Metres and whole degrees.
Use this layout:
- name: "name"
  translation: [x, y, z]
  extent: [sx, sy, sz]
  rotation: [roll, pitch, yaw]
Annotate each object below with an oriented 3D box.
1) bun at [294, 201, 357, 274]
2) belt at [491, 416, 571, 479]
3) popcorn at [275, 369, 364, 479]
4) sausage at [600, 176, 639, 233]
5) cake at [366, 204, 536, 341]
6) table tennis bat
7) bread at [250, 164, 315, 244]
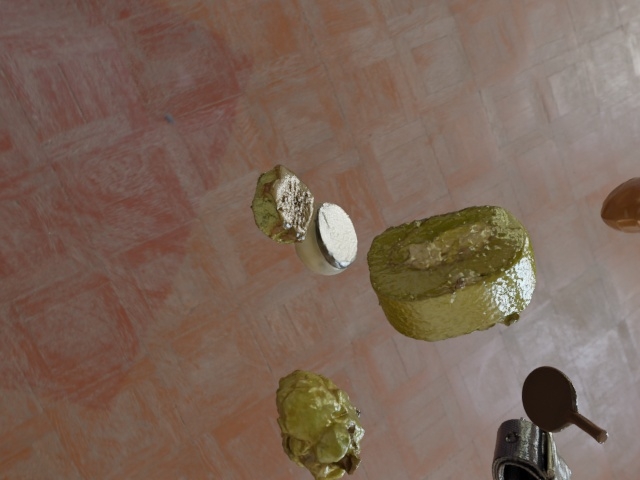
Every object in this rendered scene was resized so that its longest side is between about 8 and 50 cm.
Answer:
- name: "bun"
  translation: [0.000, 0.000, 1.292]
  extent: [0.173, 0.120, 0.173]
  rotation: [26, 55, -44]
- name: "belt"
  translation: [0.442, 0.473, 1.151]
  extent: [0.230, 0.139, 0.126]
  rotation: [58, 39, -22]
- name: "popcorn"
  translation: [0.004, 0.401, 1.212]
  extent: [0.192, 0.266, 0.233]
  rotation: [-23, 115, -20]
- name: "sausage"
  translation: [0.720, -0.076, 1.171]
  extent: [0.120, 0.241, 0.136]
  rotation: [44, 70, -19]
- name: "cake"
  translation: [0.216, 0.056, 0.906]
  extent: [0.179, 0.260, 0.156]
  rotation: [-87, 155, -43]
- name: "table tennis bat"
  translation: [0.358, 0.270, 0.901]
  extent: [0.119, 0.170, 0.107]
  rotation: [11, 101, -27]
- name: "bread"
  translation: [-0.075, -0.069, 1.092]
  extent: [0.128, 0.069, 0.140]
  rotation: [38, 52, -36]
